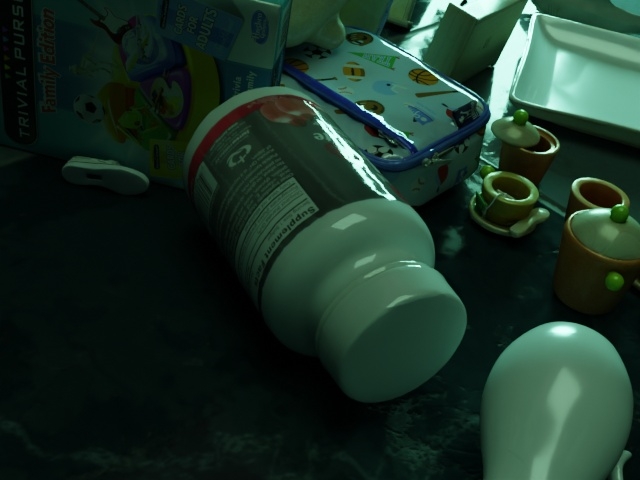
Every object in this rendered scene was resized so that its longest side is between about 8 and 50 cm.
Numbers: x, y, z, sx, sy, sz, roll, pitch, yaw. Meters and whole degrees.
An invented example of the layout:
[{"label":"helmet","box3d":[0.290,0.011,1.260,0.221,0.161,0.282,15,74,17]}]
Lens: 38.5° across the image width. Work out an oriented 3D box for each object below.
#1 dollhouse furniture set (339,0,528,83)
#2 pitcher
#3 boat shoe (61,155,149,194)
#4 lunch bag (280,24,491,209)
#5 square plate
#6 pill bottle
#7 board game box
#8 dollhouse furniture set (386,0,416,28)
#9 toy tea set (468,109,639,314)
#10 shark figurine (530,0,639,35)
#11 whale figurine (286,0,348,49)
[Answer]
[{"label":"dollhouse furniture set","box3d":[0.144,-0.409,1.366,0.303,0.286,0.198,36,41,16]},{"label":"pitcher","box3d":[0.211,0.184,0.772,0.177,0.125,0.207,34,49,-4]},{"label":"boat shoe","box3d":[-0.241,-0.078,1.045,0.100,0.035,0.035,7,40,5]},{"label":"lunch bag","box3d":[0.051,-0.154,1.157,0.303,0.115,0.243,36,46,30]},{"label":"square plate","box3d":[0.474,-0.231,1.416,0.347,0.049,0.344,18,37,8]},{"label":"pill bottle","box3d":[0.000,0.000,0.891,0.176,0.176,0.318,-11,43,-27]},{"label":"board game box","box3d":[-0.213,-0.196,1.022,0.335,0.254,0.079,13,38,3]},{"label":"dollhouse furniture set","box3d":[0.147,-0.461,1.592,0.212,0.161,0.242,21,16,11]},{"label":"toy tea set","box3d":[0.299,-0.053,1.079,0.200,0.124,0.336,-16,45,-31]},{"label":"shark figurine","box3d":[0.516,-0.416,1.617,0.278,0.116,0.166,7,39,-3]},{"label":"whale figurine","box3d":[-0.018,-0.348,1.156,0.272,0.216,0.141,-24,19,-16]}]
